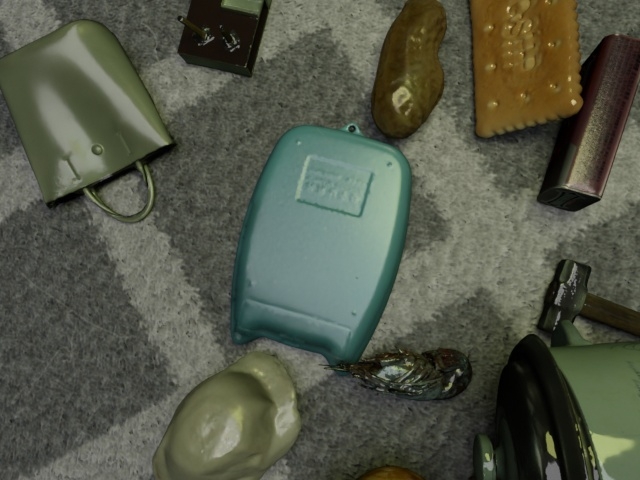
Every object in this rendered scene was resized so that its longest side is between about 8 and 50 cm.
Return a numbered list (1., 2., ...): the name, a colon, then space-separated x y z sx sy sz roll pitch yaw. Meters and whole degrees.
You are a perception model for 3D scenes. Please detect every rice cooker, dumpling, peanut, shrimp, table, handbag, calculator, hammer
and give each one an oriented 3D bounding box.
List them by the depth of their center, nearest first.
1. rice cooker: 0.310 0.230 0.501 0.316 0.264 0.317 -4 62 8
2. hammer: 0.504 0.141 0.698 0.365 0.043 0.111 21 88 6
3. shrimp: 0.111 0.191 0.706 0.232 0.090 0.079 6 103 -10
4. dumpling: -0.135 0.282 0.714 0.162 0.132 0.250 42 81 14
5. peanut: 0.139 -0.262 0.746 0.108 0.095 0.226 12 83 -8
6. calculator: 0.000 0.000 0.760 0.255 0.054 0.387 15 86 7
7. table: -0.148 -0.407 0.779 0.121 0.111 0.241 14 87 6
8. handbag: -0.373 -0.175 0.792 0.241 0.109 0.316 -25 87 5

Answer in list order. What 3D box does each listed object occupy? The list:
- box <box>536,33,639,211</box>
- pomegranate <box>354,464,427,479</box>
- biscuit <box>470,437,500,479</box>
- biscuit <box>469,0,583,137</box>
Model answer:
1. box: 0.384 -0.160 0.696 0.068 0.120 0.224 19 89 11
2. pomegranate: 0.079 0.421 0.634 0.247 0.248 0.249 -1 85 6
3. biscuit: 0.412 0.369 0.663 0.393 0.076 0.369 20 98 9
4. biscuit: 0.291 -0.286 0.714 0.160 0.030 0.250 -6 82 48
